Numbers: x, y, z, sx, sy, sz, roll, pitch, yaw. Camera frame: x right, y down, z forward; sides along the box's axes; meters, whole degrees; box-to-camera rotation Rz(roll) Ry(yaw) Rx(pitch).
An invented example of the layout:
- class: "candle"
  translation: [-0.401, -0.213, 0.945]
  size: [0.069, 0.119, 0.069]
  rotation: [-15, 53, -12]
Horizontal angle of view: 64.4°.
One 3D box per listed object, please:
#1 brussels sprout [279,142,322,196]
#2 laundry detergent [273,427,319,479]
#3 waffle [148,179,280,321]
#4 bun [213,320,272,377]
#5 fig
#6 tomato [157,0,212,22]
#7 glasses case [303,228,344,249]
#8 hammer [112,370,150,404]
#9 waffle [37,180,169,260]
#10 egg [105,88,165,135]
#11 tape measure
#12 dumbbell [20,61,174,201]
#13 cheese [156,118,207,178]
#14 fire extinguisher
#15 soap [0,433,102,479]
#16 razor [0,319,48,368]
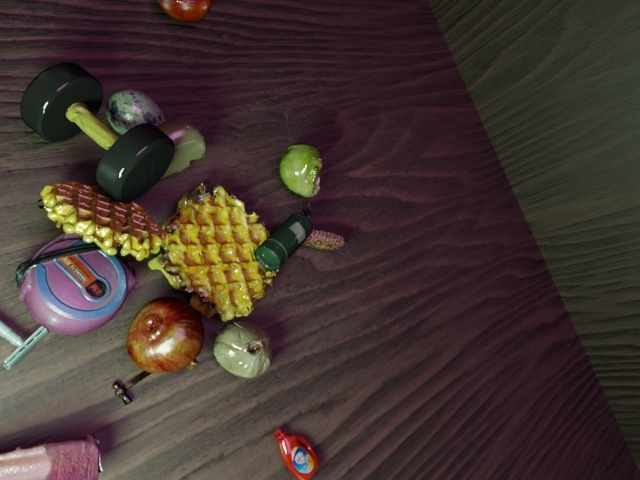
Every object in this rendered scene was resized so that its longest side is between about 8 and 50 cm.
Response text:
- class: "brussels sprout"
  translation: [-0.065, -0.242, 1.735]
  size: [0.131, 0.146, 0.183]
  rotation: [-51, 152, -63]
- class: "laundry detergent"
  translation: [-0.074, 0.606, 1.468]
  size: [0.165, 0.049, 0.097]
  rotation: [55, 43, -6]
- class: "waffle"
  translation: [-0.291, 0.035, 1.484]
  size: [0.379, 0.095, 0.382]
  rotation: [45, 49, -17]
- class: "bun"
  translation: [-0.208, 0.304, 1.431]
  size: [0.173, 0.113, 0.166]
  rotation: [-3, 76, -41]
- class: "fig"
  translation: [-0.381, 0.247, 1.279]
  size: [0.205, 0.205, 0.205]
  rotation: [14, 65, -34]
- class: "tomato"
  translation: [-0.446, -0.770, 1.663]
  size: [0.173, 0.099, 0.189]
  rotation: [-15, 43, -26]
- class: "glasses case"
  translation: [0.000, 0.000, 1.734]
  size: [0.195, 0.073, 0.049]
  rotation: [11, 60, -34]
- class: "hammer"
  translation: [-0.442, 0.342, 1.299]
  size: [0.178, 0.021, 0.065]
  rotation: [-35, 96, -43]
- class: "waffle"
  translation: [-0.511, -0.056, 1.233]
  size: [0.329, 0.329, 0.062]
  rotation: [21, 104, -31]
- class: "egg"
  translation: [-0.513, -0.347, 1.424]
  size: [0.172, 0.132, 0.132]
  rotation: [30, 56, -40]
- class: "tape measure"
  translation: [-0.572, 0.099, 1.209]
  size: [0.231, 0.149, 0.245]
  rotation: [51, 43, -8]
- class: "dumbbell"
  translation: [-0.549, -0.267, 1.265]
  size: [0.322, 0.203, 0.203]
  rotation: [39, 51, 3]
- class: "cheese"
  translation: [-0.432, -0.257, 1.445]
  size: [0.203, 0.175, 0.091]
  rotation: [-35, 72, -15]
- class: "fire extinguisher"
  translation: [-0.092, -0.017, 1.586]
  size: [0.294, 0.093, 0.118]
  rotation: [-49, 122, -48]
- class: "soap"
  translation: [-0.596, 0.471, 1.024]
  size: [0.289, 0.182, 0.112]
  rotation: [1, 71, -32]
- class: "razor"
  translation: [-0.732, 0.168, 1.112]
  size: [0.232, 0.068, 0.106]
  rotation: [43, 51, -11]
